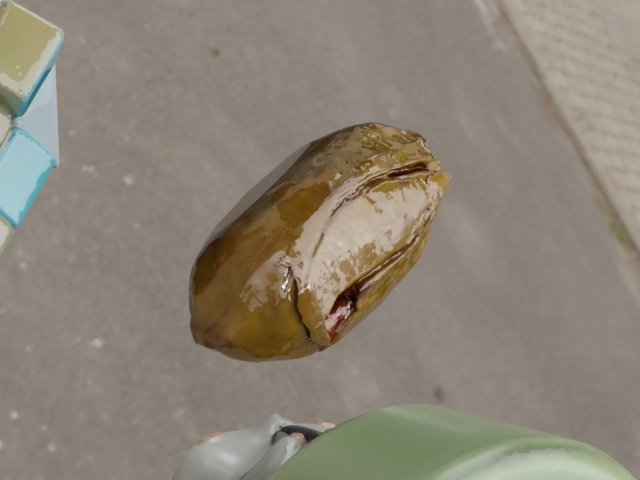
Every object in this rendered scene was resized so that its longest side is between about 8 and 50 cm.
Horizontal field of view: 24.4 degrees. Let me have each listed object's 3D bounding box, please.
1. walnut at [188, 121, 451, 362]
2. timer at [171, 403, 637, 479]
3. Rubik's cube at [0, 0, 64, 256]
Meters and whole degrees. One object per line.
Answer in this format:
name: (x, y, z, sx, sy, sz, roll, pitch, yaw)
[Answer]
walnut: (0.000, 0.000, 1.082, 0.245, 0.137, 0.137, -42, 102, -30)
timer: (0.014, 0.210, 0.939, 0.291, 0.291, 0.315, 39, -8, -37)
Rubik's cube: (-0.300, -0.093, 1.026, 0.224, 0.265, 0.213, 47, 60, -42)
